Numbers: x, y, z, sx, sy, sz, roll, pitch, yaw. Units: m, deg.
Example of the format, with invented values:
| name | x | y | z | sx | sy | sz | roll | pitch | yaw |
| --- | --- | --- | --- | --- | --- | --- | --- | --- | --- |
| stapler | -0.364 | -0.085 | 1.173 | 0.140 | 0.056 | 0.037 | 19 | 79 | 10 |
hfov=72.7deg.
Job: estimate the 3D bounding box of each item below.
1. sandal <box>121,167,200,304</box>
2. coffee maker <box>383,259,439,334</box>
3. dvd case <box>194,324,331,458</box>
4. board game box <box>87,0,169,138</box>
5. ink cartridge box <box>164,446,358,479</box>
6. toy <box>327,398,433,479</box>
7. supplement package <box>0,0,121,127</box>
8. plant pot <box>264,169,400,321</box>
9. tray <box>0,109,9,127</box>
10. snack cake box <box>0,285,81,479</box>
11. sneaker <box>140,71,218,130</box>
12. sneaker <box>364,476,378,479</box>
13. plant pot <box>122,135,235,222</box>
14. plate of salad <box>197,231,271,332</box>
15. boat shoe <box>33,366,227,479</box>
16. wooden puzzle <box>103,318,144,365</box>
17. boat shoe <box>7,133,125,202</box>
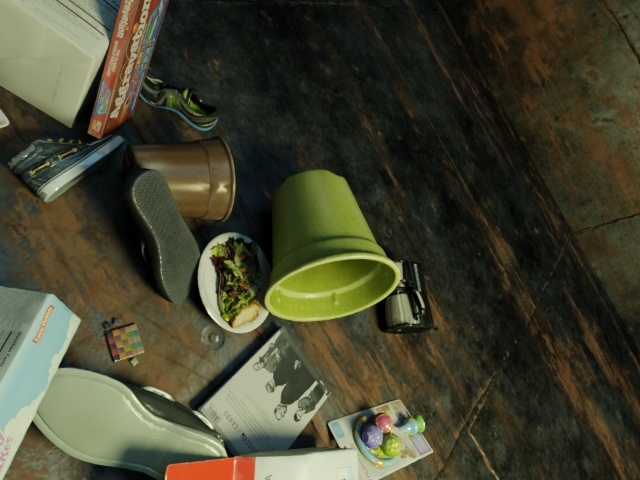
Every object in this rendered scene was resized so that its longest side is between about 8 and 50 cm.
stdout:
| name | x | y | z | sx | sy | sz | roll | pitch | yaw |
| --- | --- | --- | --- | --- | --- | --- | --- | --- | --- |
| sandal | -0.271 | -0.006 | 0.743 | 0.097 | 0.054 | 0.255 | -48 | 139 | -48 |
| coffee maker | 0.225 | 0.151 | 1.141 | 0.171 | 0.120 | 0.178 | 29 | 51 | -57 |
| dvd case | -0.098 | 0.305 | 0.830 | 0.179 | 0.029 | 0.238 | 55 | 46 | -5 |
| board game box | -0.321 | -0.320 | 0.742 | 0.027 | 0.281 | 0.145 | 26 | 30 | -12 |
| ink cartridge box | -0.067 | 0.485 | 0.644 | 0.385 | 0.091 | 0.308 | 30 | 55 | -51 |
| toy | 0.144 | 0.416 | 0.937 | 0.237 | 0.056 | 0.137 | 5 | 40 | -42 |
| supplement package | -0.438 | -0.387 | 0.750 | 0.198 | 0.199 | 0.263 | 33 | 51 | -24 |
| plant pot | 0.000 | 0.000 | 0.927 | 0.276 | 0.276 | 0.254 | 12 | 50 | -37 |
| tray | -0.622 | -0.179 | 0.611 | 0.145 | 0.030 | 0.270 | 55 | 45 | -6 |
| snack cake box | -0.426 | 0.186 | 0.511 | 0.152 | 0.089 | 0.265 | 8 | 57 | 5 |
| sneaker | -0.300 | -0.304 | 0.915 | 0.188 | 0.078 | 0.067 | 26 | 55 | -29 |
| sneaker | 0.137 | 0.589 | 0.838 | 0.102 | 0.111 | 0.252 | -8 | 75 | -43 |
| plant pot | -0.268 | -0.111 | 0.805 | 0.165 | 0.167 | 0.167 | -7 | 74 | -34 |
| plate of salad | -0.154 | 0.079 | 0.853 | 0.199 | 0.048 | 0.200 | 24 | 60 | -48 |
| boat shoe | -0.280 | 0.274 | 0.650 | 0.302 | 0.091 | 0.114 | 42 | 79 | -20 |
| wooden puzzle | -0.323 | 0.168 | 0.717 | 0.049 | 0.006 | 0.083 | -12 | 78 | -43 |
| boat shoe | -0.425 | -0.150 | 0.741 | 0.083 | 0.065 | 0.183 | 47 | 48 | -15 |
